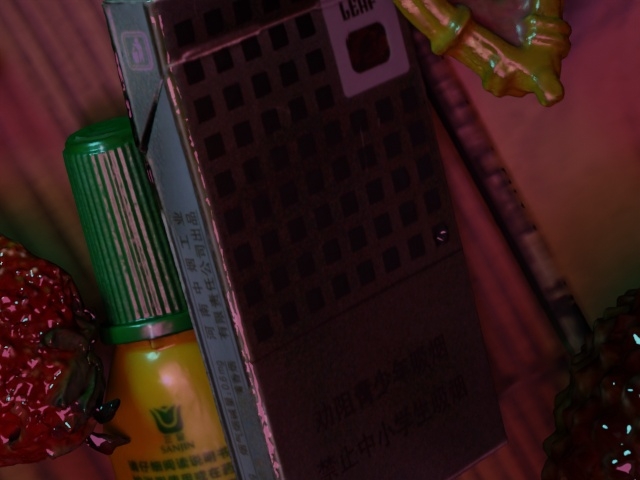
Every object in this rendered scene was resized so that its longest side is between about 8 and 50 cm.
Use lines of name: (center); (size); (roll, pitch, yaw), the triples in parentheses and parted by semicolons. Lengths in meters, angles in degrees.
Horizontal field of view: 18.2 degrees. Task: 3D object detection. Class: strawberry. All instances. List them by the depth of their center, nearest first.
strawberry: (-0.200, 0.063, 1.153); (0.140, 0.085, 0.192); (-22, 107, 42)

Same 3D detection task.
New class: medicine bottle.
medicine bottle: (-0.086, 0.077, 1.186); (0.111, 0.076, 0.309); (-12, 109, 9)

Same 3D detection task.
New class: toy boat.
toy boat: (0.065, -0.224, 1.060); (0.141, 0.099, 0.318); (-20, 109, -13)

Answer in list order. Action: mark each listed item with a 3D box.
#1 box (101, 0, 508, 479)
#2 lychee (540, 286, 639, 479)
box: (0.001, -0.001, 1.102); (0.047, 0.180, 0.325); (0, 111, 47)
lychee: (0.257, 0.131, 1.107); (0.264, 0.300, 0.264); (-8, 67, 20)
